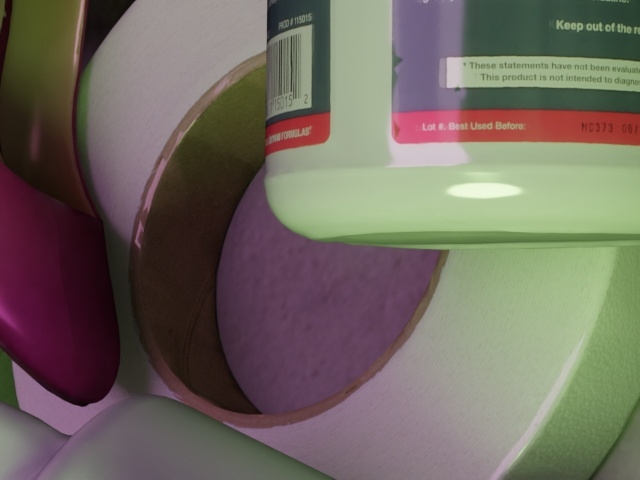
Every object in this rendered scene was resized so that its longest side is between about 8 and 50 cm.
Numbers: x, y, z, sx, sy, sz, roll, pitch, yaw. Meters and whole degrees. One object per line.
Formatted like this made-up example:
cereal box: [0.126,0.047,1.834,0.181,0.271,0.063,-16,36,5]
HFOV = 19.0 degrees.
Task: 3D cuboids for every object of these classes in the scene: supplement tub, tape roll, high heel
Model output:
supplement tub: [0.072,-0.135,0.788,0.191,0.191,0.272,-1,87,37]
tape roll: [0.000,0.000,0.995,0.392,0.072,0.392,-14,65,33]
high heel: [-0.148,-0.102,1.018,0.181,0.127,0.377,-34,65,13]

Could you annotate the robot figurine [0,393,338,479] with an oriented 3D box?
robot figurine: [-0.023,0.197,0.797,0.353,0.300,0.200,24,71,14]
